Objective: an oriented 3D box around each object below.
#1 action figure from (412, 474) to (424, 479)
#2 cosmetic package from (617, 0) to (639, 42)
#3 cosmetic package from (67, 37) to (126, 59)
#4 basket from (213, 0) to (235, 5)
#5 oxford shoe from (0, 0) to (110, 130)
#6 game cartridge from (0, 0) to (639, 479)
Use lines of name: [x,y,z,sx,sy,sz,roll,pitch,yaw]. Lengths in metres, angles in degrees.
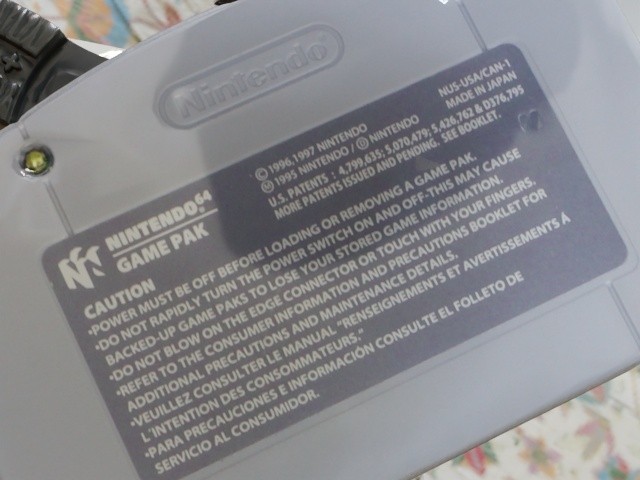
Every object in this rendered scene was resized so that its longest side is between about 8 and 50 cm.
action figure: [-0.005,0.123,0.936,0.164,0.141,0.276,64,34,-11]
cosmetic package: [0.185,-0.145,1.031,0.238,0.127,0.107,-16,140,-8]
cosmetic package: [-0.252,0.047,1.107,0.230,0.453,0.161,8,153,-23]
basket: [0.018,-0.203,0.344,0.204,0.154,0.226,-31,107,-43]
oxford shoe: [-0.117,-0.056,0.736,0.083,0.227,0.096,-51,173,-10]
game cartridge: [0.000,0.000,0.496,0.294,0.196,0.060,-24,175,-9]
